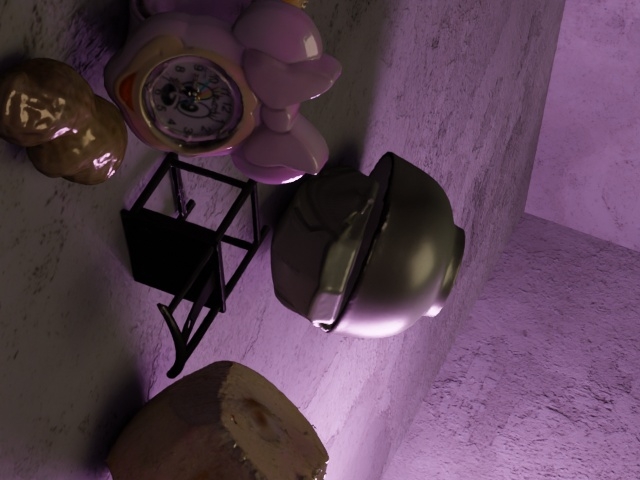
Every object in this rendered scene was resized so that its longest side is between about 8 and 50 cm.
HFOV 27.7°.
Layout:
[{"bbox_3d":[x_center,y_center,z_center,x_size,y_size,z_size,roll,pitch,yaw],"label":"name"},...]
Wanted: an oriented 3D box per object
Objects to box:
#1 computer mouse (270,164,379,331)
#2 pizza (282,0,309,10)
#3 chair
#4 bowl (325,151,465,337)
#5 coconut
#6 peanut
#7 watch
[{"bbox_3d":[-0.003,-0.002,2.159,0.429,0.146,0.228,-66,171,-72],"label":"computer mouse"},{"bbox_3d":[-0.020,-0.400,1.759,0.188,0.080,0.204,-35,160,-23],"label":"pizza"},{"bbox_3d":[-0.174,0.022,1.635,0.154,0.141,0.260,88,26,-51],"label":"chair"},{"bbox_3d":[0.148,0.030,2.383,0.354,0.185,0.353,-161,-90,-83],"label":"bowl"},{"bbox_3d":[-0.153,0.335,1.838,0.254,0.297,0.297,-44,169,15],"label":"coconut"},{"bbox_3d":[-0.260,-0.118,1.296,0.104,0.086,0.228,-64,161,-10],"label":"peanut"},{"bbox_3d":[-0.097,-0.203,1.415,0.217,0.249,0.210,-80,180,-54],"label":"watch"}]
